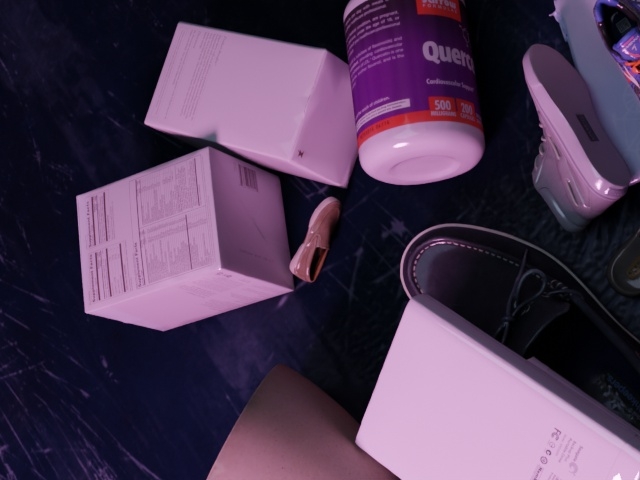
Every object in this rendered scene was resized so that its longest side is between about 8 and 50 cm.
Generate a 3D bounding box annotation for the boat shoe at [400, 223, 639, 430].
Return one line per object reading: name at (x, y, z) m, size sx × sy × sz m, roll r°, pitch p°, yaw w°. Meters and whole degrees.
boat shoe at (0.286, 0.128, 1.711) m, size 0.500 × 0.156 × 0.187 m, roll 41°, pitch 103°, yaw 33°

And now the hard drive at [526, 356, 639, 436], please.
hard drive at (0.333, 0.308, 1.565) m, size 0.307 × 0.040 × 0.203 m, roll 35°, pitch 119°, yaw 28°

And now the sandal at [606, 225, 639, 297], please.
sandal at (0.449, -0.017, 1.682) m, size 0.090 × 0.060 × 0.219 m, roll 44°, pitch 106°, yaw 13°

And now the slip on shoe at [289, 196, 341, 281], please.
slip on shoe at (0.000, 0.000, 1.980) m, size 0.041 × 0.051 × 0.135 m, roll 37°, pitch 102°, yaw 38°

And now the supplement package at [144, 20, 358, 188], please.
supplement package at (-0.089, -0.210, 2.012) m, size 0.292 × 0.175 × 0.178 m, roll 17°, pitch 87°, yaw 34°

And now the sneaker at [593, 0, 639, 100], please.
sneaker at (0.422, -0.239, 1.712) m, size 0.083 × 0.087 × 0.221 m, roll -44°, pitch 57°, yaw 20°

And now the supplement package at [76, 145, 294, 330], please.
supplement package at (-0.212, 0.004, 2.024) m, size 0.262 × 0.199 × 0.198 m, roll -18°, pitch 69°, yaw 28°

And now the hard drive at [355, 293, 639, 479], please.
hard drive at (0.216, 0.253, 1.593) m, size 0.353 × 0.047 × 0.233 m, roll 34°, pitch 119°, yaw 29°

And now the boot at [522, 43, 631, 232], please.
boot at (0.319, -0.137, 1.776) m, size 0.123 × 0.095 × 0.258 m, roll -52°, pitch 48°, yaw 44°

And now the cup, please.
cup at (-0.020, 0.367, 1.779) m, size 0.236 × 0.331 × 0.331 m, roll 25°, pitch 92°, yaw 10°

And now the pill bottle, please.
pill bottle at (0.131, -0.255, 1.881) m, size 0.181 × 0.181 × 0.323 m, roll -15°, pitch 71°, yaw 29°

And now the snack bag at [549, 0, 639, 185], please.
snack bag at (0.498, -0.251, 1.738) m, size 0.342 × 0.037 × 0.323 m, roll -24°, pitch 66°, yaw 29°
